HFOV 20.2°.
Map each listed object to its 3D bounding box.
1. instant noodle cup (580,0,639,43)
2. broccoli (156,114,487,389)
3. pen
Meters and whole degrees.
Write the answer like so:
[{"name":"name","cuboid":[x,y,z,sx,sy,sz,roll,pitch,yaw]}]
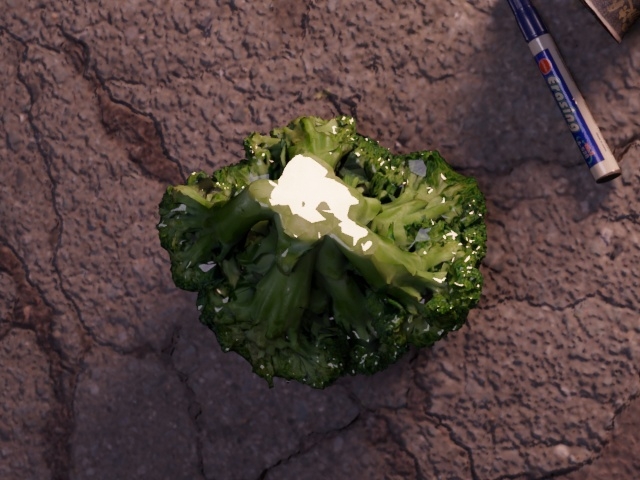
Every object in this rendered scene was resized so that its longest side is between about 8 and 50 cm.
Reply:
[{"name":"instant noodle cup","cuboid":[0.267,-0.257,1.536,0.136,0.127,0.127,-40,76,10]},{"name":"broccoli","cuboid":[0.000,0.000,1.583,0.294,0.245,0.265,9,74,-2]},{"name":"pen","cuboid":[0.212,-0.144,1.603,0.025,0.025,0.204,-29,80,20]}]
